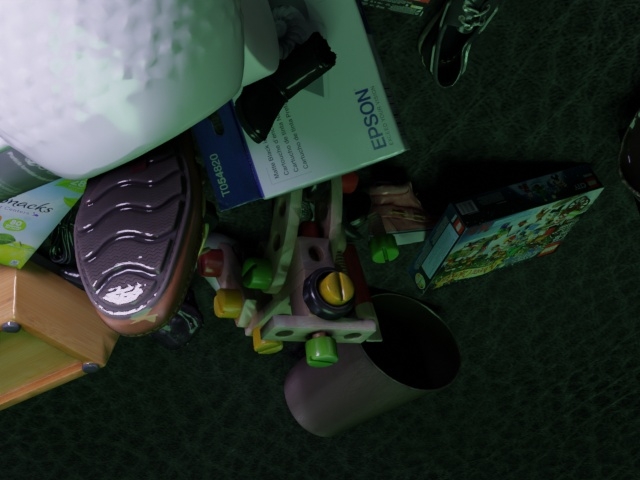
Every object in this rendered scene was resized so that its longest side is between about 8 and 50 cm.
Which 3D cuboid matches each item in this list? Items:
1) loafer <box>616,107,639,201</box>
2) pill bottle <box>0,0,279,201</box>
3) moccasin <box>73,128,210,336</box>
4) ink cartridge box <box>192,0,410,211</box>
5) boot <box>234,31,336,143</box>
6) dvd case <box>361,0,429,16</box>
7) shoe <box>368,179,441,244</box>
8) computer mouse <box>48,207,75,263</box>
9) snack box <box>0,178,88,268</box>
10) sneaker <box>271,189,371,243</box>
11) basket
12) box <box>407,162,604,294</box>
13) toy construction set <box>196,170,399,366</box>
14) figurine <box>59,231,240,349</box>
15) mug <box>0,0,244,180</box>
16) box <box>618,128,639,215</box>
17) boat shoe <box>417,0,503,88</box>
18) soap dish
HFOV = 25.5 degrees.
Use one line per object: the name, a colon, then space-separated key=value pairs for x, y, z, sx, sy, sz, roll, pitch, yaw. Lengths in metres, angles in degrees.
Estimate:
loafer: x=0.444 y=-0.184 z=1.632 sx=0.130 sy=0.133 sz=0.366 roll=-4 pitch=139 yaw=-37
pill bottle: x=-0.239 y=-0.182 z=1.410 sx=0.363 sy=0.210 sz=0.210 roll=-20 pitch=146 yaw=16
moccasin: x=-0.184 y=-0.026 z=1.496 sx=0.139 sy=0.380 sz=0.147 roll=-18 pitch=126 yaw=1
ink cartridge box: x=-0.045 y=-0.163 z=1.494 sx=0.224 sy=0.223 sz=0.045 roll=-19 pitch=-178 yaw=14
boot: x=-0.032 y=-0.155 z=1.409 sx=0.099 sy=0.121 sz=0.045 roll=-31 pitch=114 yaw=19
dvd case: x=0.093 y=-0.289 z=1.508 sx=0.087 sy=0.013 sz=0.119 roll=6 pitch=145 yaw=-23
shoe: x=0.116 y=-0.040 z=1.850 sx=0.064 sy=0.081 sz=0.178 roll=0 pitch=-175 yaw=30
computer mouse: x=-0.252 y=0.011 z=1.781 sx=0.193 sy=0.042 sz=0.106 roll=19 pitch=125 yaw=-2
snack box: x=-0.394 y=-0.061 z=1.686 sx=0.175 sy=0.070 sz=0.207 roll=15 pitch=138 yaw=-31
sneaker: x=0.000 y=0.000 z=1.860 sx=0.130 sy=0.087 sz=0.227 roll=0 pitch=141 yaw=-2
basket: x=0.063 y=0.197 z=2.129 sx=0.204 sy=0.154 sz=0.227 roll=14 pitch=144 yaw=-35
box: x=0.244 y=-0.015 z=1.866 sx=0.233 sy=0.044 sz=0.159 roll=-16 pitch=153 yaw=-29
toy construction set: x=-0.013 y=0.064 z=1.638 sx=0.257 sy=0.237 sz=0.309 roll=-33 pitch=148 yaw=28
figurine: x=-0.202 y=0.040 z=1.881 sx=0.215 sy=0.092 sz=0.209 roll=-30 pitch=138 yaw=28
mug: x=-0.256 y=-0.207 z=1.158 sx=0.374 sy=0.276 sz=0.328 roll=-27 pitch=103 yaw=7
box: x=0.529 y=-0.077 z=1.783 sx=0.261 sy=0.184 sz=0.103 roll=-16 pitch=144 yaw=10
boat shoe: x=0.167 y=-0.247 z=1.542 sx=0.075 sy=0.065 sz=0.206 roll=5 pitch=145 yaw=-20
soap dish: x=-0.446 y=0.135 z=1.929 sx=0.291 sy=0.118 sz=0.229 roll=-23 pitch=145 yaw=23
